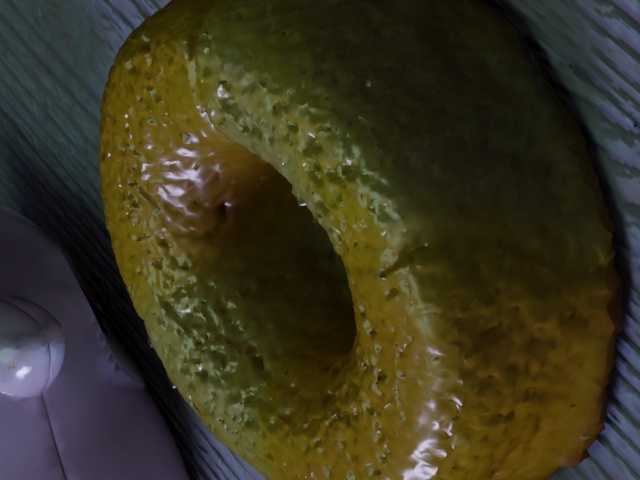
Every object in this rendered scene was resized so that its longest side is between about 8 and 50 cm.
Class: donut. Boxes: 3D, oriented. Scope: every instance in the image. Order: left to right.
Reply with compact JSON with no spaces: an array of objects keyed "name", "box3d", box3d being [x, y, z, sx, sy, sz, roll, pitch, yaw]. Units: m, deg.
[{"name":"donut","box3d":[0.000,0.000,0.815,0.303,0.110,0.303,36,138,41]}]

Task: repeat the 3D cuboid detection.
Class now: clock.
[{"name":"clock","box3d":[-0.252,0.163,1.191,0.368,0.250,0.377,36,139,41]}]
